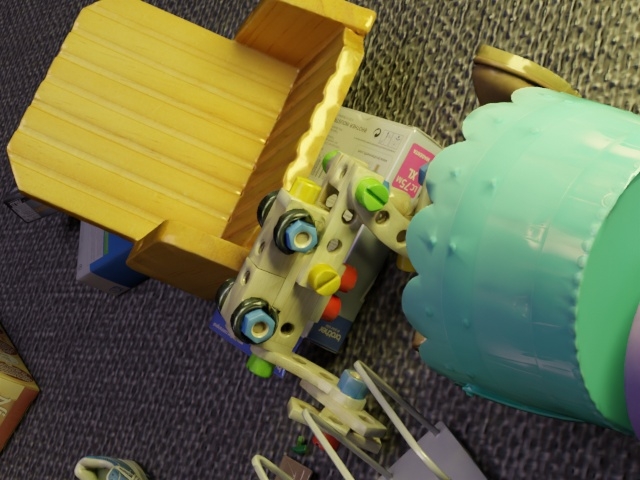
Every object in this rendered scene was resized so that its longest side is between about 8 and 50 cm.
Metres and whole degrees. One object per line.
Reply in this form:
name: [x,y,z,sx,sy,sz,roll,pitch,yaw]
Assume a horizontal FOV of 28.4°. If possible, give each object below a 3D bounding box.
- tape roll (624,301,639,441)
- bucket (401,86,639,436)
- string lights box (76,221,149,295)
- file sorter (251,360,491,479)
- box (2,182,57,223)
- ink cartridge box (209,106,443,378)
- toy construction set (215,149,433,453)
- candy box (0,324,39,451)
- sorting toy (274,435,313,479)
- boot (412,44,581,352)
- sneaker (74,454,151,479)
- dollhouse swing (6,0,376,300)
tape roll: [0.319,0.089,0.950,0.080,0.189,0.189,15,81,52]
bucket: [0.225,0.021,1.039,0.183,0.281,0.281,20,85,51]
string lights box: [-0.222,-0.037,1.721,0.259,0.077,0.133,-27,51,36]
file sorter: [0.014,0.275,1.140,0.277,0.173,0.193,-43,34,3]
box: [-0.354,-0.126,1.876,0.231,0.056,0.183,-15,37,49]
ink cartridge box: [0.000,0.000,1.462,0.186,0.065,0.311,26,86,53]
toy construction set: [0.023,0.049,1.307,0.151,0.215,0.328,15,85,62]
candy box: [-0.556,0.212,1.943,0.183,0.087,0.316,-57,38,7]
sorting toy: [-0.027,0.257,1.383,0.062,0.012,0.083,18,86,56]
boot: [0.158,-0.015,1.170,0.089,0.236,0.269,23,84,37]
sneaker: [-0.229,0.325,1.516,0.211,0.081,0.080,29,90,50]
dollhouse swing: [-0.171,-0.157,1.489,0.347,0.305,0.315,-65,13,-16]
